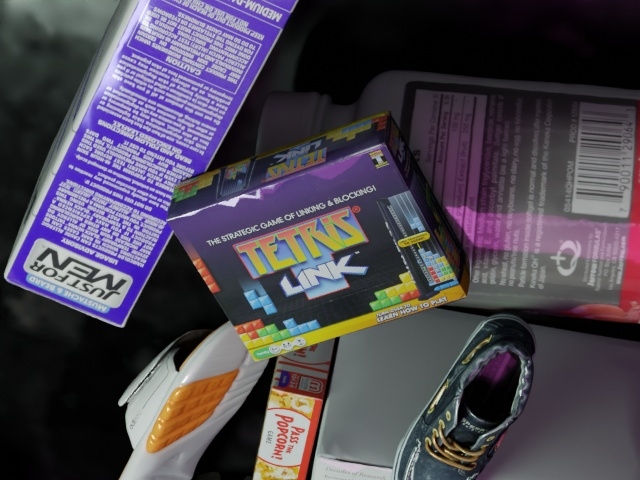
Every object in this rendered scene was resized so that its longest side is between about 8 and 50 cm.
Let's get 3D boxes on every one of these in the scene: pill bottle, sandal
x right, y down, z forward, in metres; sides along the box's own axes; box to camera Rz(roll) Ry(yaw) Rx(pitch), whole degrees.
[{"bbox_3d":[0.113,-0.036,1.434,0.318,0.176,0.176,5,126,5],"label":"pill bottle"},{"bbox_3d":[-0.138,0.152,1.657,0.076,0.102,0.265,46,117,28],"label":"sandal"}]

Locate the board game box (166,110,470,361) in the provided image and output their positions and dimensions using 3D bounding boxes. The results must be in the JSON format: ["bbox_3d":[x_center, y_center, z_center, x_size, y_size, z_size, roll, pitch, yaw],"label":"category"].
[{"bbox_3d":[0.000,0.000,1.335,0.170,0.048,0.141,-19,124,20],"label":"board game box"}]

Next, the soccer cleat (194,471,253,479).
[{"bbox_3d":[0.014,0.288,1.705,0.331,0.143,0.116,-1,125,9],"label":"soccer cleat"}]

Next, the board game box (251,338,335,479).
[{"bbox_3d":[-0.025,0.155,1.613,0.045,0.147,0.193,12,127,1],"label":"board game box"}]

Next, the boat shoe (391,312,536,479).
[{"bbox_3d":[0.101,0.141,1.397,0.065,0.083,0.183,25,104,0],"label":"boat shoe"}]

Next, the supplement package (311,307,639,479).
[{"bbox_3d":[0.129,0.178,1.569,0.262,0.204,0.145,10,129,2],"label":"supplement package"}]

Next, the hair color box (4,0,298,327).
[{"bbox_3d":[-0.114,-0.122,1.402,0.110,0.185,0.339,25,126,-12],"label":"hair color box"}]
